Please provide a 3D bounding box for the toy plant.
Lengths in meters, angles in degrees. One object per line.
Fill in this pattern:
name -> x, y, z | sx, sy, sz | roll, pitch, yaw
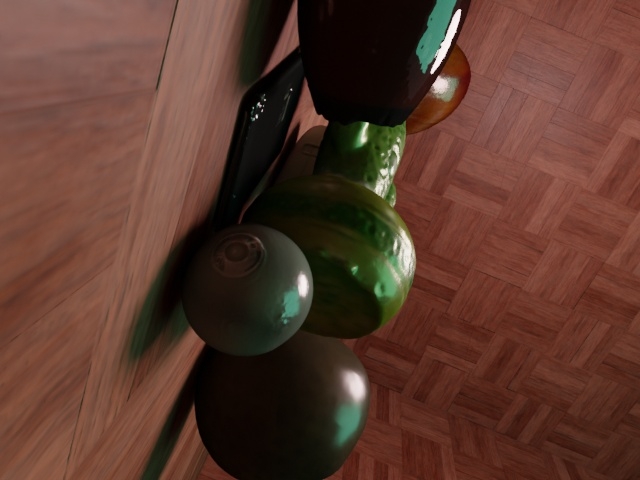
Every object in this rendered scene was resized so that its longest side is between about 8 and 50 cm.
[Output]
toy plant -> 0.038, -0.061, 0.587 | 0.224, 0.184, 0.316 | 68, 36, -49

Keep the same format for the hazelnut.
hazelnut -> 0.244, -0.465, 1.512 | 0.366, 0.366, 0.366 | -158, -90, -89

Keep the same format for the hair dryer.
hair dryer -> 0.051, -0.278, 0.441 | 0.340, 0.123, 0.312 | -95, -165, -65

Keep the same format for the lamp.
lamp -> -0.057, 0.037, 0.404 | 0.105, 0.105, 0.105 | -158, -90, -89

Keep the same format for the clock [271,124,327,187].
clock -> 0.000, 0.000, 0.828 | 0.324, 0.109, 0.265 | 74, 36, -62

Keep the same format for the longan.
longan -> -0.060, 0.240, 0.769 | 0.258, 0.258, 0.258 | -158, -90, -89

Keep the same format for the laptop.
laptop -> -0.050, -0.099, 0.474 | 0.180, 0.016, 0.129 | -67, 179, -55
